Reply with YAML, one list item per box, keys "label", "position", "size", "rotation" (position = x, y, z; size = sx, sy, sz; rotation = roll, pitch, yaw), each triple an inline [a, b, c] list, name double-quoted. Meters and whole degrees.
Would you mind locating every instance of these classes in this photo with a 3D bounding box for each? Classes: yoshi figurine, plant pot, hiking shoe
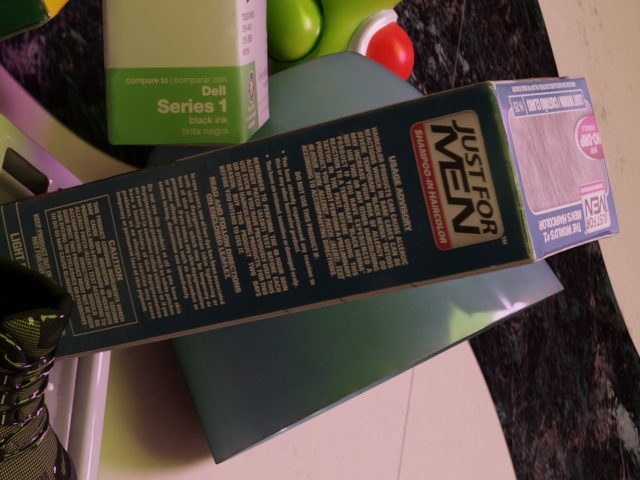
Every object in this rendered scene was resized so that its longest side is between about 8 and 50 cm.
- label: "yoshi figurine"
  position: [-0.005, -0.107, 1.644]
  size: [0.362, 0.204, 0.203]
  rotation: [63, -15, 2]
- label: "plant pot"
  position: [0.000, 0.000, 1.433]
  size: [0.235, 0.293, 0.293]
  rotation: [63, 25, 6]
- label: "hiking shoe"
  position: [-0.181, 0.071, 1.039]
  size: [0.227, 0.114, 0.086]
  rotation: [61, 31, -31]

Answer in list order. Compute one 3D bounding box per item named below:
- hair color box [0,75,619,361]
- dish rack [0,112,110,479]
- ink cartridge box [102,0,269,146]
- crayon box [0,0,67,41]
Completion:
- label: "hair color box"
  position: [-0.015, -0.011, 1.143]
  size: [0.174, 0.347, 0.105]
  rotation: [-14, 92, -65]
- label: "dish rack"
  position: [-0.235, 0.072, 1.138]
  size: [0.285, 0.072, 0.332]
  rotation: [44, 40, -50]
- label: "ink cartridge box"
  position: [-0.087, -0.179, 1.239]
  size: [0.160, 0.093, 0.219]
  rotation: [-68, 157, -79]
- label: "crayon box"
  position: [-0.239, -0.313, 1.199]
  size: [0.363, 0.106, 0.313]
  rotation: [-77, 146, -67]
